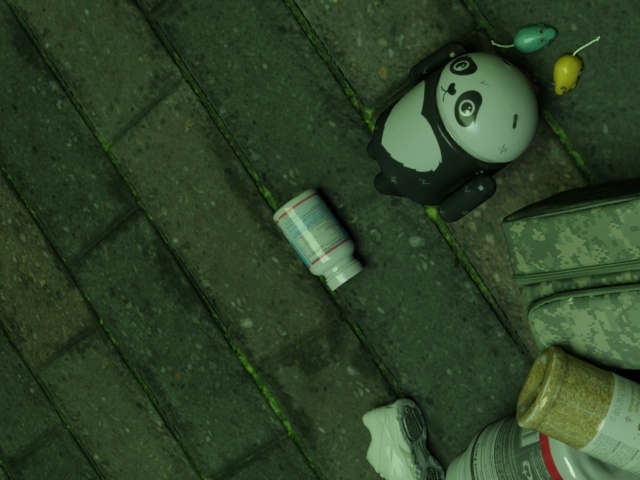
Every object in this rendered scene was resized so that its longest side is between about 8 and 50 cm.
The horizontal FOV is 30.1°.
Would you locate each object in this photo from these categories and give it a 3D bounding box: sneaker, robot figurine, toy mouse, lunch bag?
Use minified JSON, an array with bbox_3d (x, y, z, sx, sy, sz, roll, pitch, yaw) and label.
[{"bbox_3d":[0.137,0.383,2.019,0.115,0.090,0.232,-15,89,41],"label":"sneaker"},{"bbox_3d":[0.185,-0.156,1.722,0.209,0.173,0.278,51,137,-6],"label":"robot figurine"},{"bbox_3d":[0.303,-0.255,1.718,0.143,0.031,0.161,33,121,18],"label":"toy mouse"},{"bbox_3d":[0.428,0.053,1.621,0.305,0.213,0.255,-10,97,38],"label":"lunch bag"}]

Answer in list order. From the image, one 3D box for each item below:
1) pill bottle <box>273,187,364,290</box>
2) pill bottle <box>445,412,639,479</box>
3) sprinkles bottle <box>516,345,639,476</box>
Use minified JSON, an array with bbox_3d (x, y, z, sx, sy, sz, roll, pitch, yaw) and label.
[{"bbox_3d":[0.000,0.000,1.957,0.087,0.087,0.160,-38,86,35],"label":"pill bottle"},{"bbox_3d":[0.329,0.342,1.796,0.176,0.176,0.318,56,143,3],"label":"pill bottle"},{"bbox_3d":[0.446,0.264,1.600,0.356,0.121,0.121,23,120,-3],"label":"sprinkles bottle"}]
